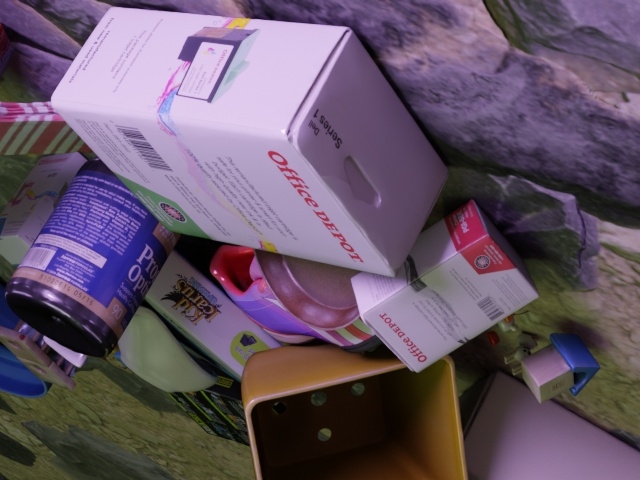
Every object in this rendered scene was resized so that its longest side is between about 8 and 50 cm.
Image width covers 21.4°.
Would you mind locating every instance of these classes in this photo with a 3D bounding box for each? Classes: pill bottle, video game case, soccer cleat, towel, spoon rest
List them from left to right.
[{"bbox_3d":[-0.300,-0.113,1.673,0.197,0.029,0.144,-2,169,-22],"label":"towel"},{"bbox_3d":[-0.208,-0.005,1.676,0.123,0.219,0.123,25,159,10],"label":"pill bottle"},{"bbox_3d":[-0.196,0.108,1.854,0.137,0.084,0.276,35,-176,22],"label":"spoon rest"},{"bbox_3d":[-0.172,0.061,1.910,0.244,0.061,0.269,45,169,-32],"label":"video game case"},{"bbox_3d":[-0.004,0.042,1.686,0.116,0.108,0.318,34,162,-22],"label":"soccer cleat"}]

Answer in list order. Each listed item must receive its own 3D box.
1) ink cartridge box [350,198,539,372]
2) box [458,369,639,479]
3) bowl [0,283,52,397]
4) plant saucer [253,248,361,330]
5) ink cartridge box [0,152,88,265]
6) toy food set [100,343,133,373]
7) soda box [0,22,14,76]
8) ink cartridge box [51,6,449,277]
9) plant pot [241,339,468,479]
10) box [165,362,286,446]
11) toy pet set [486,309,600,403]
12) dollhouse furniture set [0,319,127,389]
[{"bbox_3d":[0.110,0.042,1.505,0.099,0.135,0.056,47,-163,-37],"label":"ink cartridge box"},{"bbox_3d":[0.277,0.278,1.842,0.311,0.121,0.148,30,158,-2],"label":"box"},{"bbox_3d":[-0.567,0.105,2.565,0.391,0.077,0.391,25,159,10],"label":"bowl"},{"bbox_3d":[0.000,0.000,1.584,0.168,0.029,0.168,20,119,42],"label":"plant saucer"},{"bbox_3d":[-0.302,-0.036,1.860,0.052,0.122,0.088,45,153,-26],"label":"ink cartridge box"},{"bbox_3d":[-0.318,0.153,2.414,0.132,0.038,0.192,28,159,2],"label":"toy food set"},{"bbox_3d":[-0.435,-0.221,1.643,0.263,0.083,0.092,26,170,5],"label":"soda box"},{"bbox_3d":[-0.059,-0.087,1.445,0.278,0.117,0.201,11,152,39],"label":"ink cartridge box"},{"bbox_3d":[0.019,0.201,1.756,0.187,0.212,0.212,-130,29,-66],"label":"plant pot"},{"bbox_3d":[-0.124,0.231,2.343,0.184,0.045,0.190,15,155,38],"label":"box"},{"bbox_3d":[0.210,0.090,1.622,0.114,0.065,0.122,58,171,32],"label":"toy pet set"},{"bbox_3d":[-0.299,0.116,2.183,0.184,0.129,0.129,14,154,35],"label":"dollhouse furniture set"}]
